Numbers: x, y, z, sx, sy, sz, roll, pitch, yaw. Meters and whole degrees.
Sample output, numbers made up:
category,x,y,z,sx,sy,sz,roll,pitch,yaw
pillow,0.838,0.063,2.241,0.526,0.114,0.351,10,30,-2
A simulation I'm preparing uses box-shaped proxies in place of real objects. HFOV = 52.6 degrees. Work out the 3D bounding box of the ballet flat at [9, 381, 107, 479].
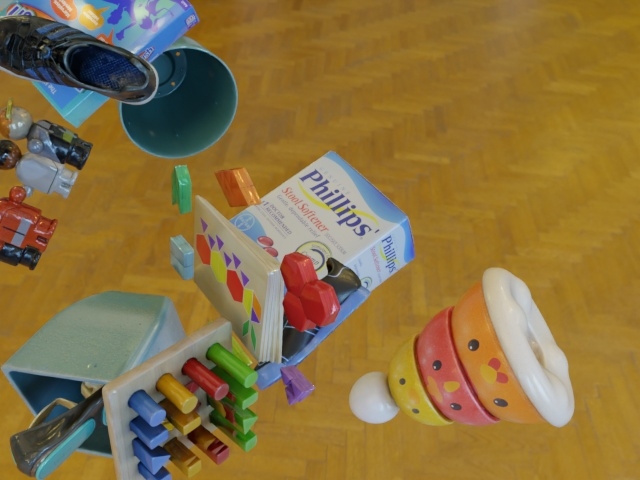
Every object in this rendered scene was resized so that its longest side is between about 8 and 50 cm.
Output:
category,x,y,z,sx,sy,sz,roll,pitch,yaw
ballet flat,-0.396,0.285,1.102,0.096,0.095,0.280,36,37,18

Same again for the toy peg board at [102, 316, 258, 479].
category,x,y,z,sx,sy,sz,roll,pitch,yaw
toy peg board,-0.141,0.197,0.716,0.079,0.161,0.160,28,40,32

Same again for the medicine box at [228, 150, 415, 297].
category,x,y,z,sx,sy,sz,roll,pitch,yaw
medicine box,0.000,0.000,1.344,0.289,0.149,0.263,-37,55,-11

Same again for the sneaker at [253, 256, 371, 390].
category,x,y,z,sx,sy,sz,roll,pitch,yaw
sneaker,-0.030,0.122,0.978,0.090,0.081,0.232,46,64,7

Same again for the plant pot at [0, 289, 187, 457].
category,x,y,z,sx,sy,sz,roll,pitch,yaw
plant pot,-0.376,0.234,1.220,0.248,0.247,0.252,4,41,17

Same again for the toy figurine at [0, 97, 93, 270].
category,x,y,z,sx,sy,sz,roll,pitch,yaw
toy figurine,-0.449,-0.077,0.947,0.148,0.213,0.209,25,67,-22

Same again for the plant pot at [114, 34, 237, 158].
category,x,y,z,sx,sy,sz,roll,pitch,yaw
plant pot,-0.388,-0.390,1.633,0.293,0.293,0.235,-15,43,-23

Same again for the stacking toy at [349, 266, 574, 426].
category,x,y,z,sx,sy,sz,roll,pitch,yaw
stacking toy,0.275,0.303,1.434,0.480,0.350,0.350,-29,35,24

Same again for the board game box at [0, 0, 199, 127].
category,x,y,z,sx,sy,sz,roll,pitch,yaw
board game box,-0.285,-0.271,0.812,0.210,0.047,0.160,-43,85,-3

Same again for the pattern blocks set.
category,x,y,z,sx,sy,sz,roll,pitch,yaw
pattern blocks set,-0.097,0.046,0.758,0.026,0.285,0.325,-17,51,-33

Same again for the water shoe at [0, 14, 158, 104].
category,x,y,z,sx,sy,sz,roll,pitch,yaw
water shoe,-0.280,-0.207,0.712,0.203,0.073,0.080,13,2,-7
